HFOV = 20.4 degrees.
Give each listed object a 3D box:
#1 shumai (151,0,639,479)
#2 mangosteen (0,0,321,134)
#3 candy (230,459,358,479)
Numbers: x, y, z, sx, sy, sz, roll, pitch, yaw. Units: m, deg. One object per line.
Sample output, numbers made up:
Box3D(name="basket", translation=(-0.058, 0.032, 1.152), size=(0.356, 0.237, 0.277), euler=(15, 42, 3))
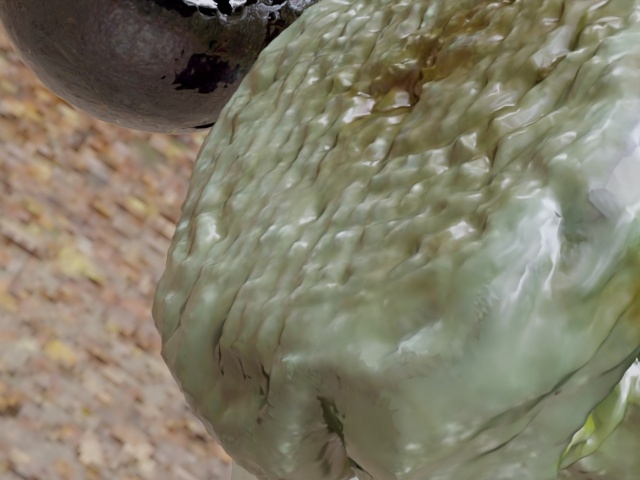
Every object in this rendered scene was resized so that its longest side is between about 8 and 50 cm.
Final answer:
Box3D(name="shumai", translation=(0.106, 0.025, 0.767), size=(0.263, 0.309, 0.304), euler=(47, -17, -24))
Box3D(name="mangosteen", translation=(-0.103, -0.226, 1.342), size=(0.275, 0.302, 0.275), euler=(25, 36, -20))
Box3D(name="candy", translation=(0.048, 0.256, 1.278), size=(0.208, 0.358, 0.145), euler=(0, 7, -38))
